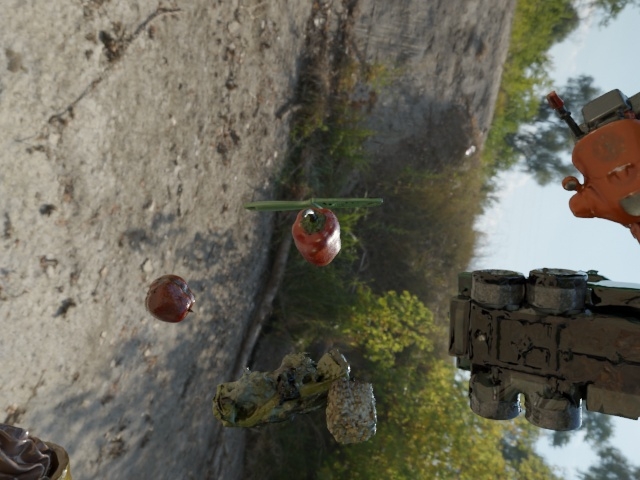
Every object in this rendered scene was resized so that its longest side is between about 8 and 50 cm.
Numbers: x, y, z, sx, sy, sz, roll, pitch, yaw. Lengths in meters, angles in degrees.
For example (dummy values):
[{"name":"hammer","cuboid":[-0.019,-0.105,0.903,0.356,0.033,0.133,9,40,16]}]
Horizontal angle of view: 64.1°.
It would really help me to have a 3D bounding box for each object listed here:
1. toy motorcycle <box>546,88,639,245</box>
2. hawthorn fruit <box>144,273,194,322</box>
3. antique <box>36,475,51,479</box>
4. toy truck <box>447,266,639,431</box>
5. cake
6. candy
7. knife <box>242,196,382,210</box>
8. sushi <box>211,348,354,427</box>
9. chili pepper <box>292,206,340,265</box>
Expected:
[{"name":"toy motorcycle","cuboid":[0.421,-0.104,0.703,0.148,0.221,0.325,-29,-151,35]},{"name":"hawthorn fruit","cuboid":[-0.266,0.107,0.915,0.093,0.093,0.093,14,90,-80]},{"name":"antique","cuboid":[-0.372,0.381,0.519,0.255,0.185,0.322,-26,155,-22]},{"name":"toy truck","cuboid":[0.310,0.108,0.572,0.178,0.364,0.176,-10,101,-53]},{"name":"cake","cuboid":[-0.466,0.355,0.746,0.185,0.208,0.178,-22,121,-50]},{"name":"candy","cuboid":[0.055,0.313,0.946,0.110,0.096,0.085,-98,-170,-54]},{"name":"knife","cuboid":[-0.020,-0.076,1.058,0.043,0.293,0.019,75,15,-70]},{"name":"sushi","cuboid":[-0.082,0.299,1.070,0.139,0.291,0.131,-127,-161,-68]},{"name":"chili pepper","cuboid":[0.000,0.000,0.759,0.071,0.063,0.272,-56,167,-8]}]
